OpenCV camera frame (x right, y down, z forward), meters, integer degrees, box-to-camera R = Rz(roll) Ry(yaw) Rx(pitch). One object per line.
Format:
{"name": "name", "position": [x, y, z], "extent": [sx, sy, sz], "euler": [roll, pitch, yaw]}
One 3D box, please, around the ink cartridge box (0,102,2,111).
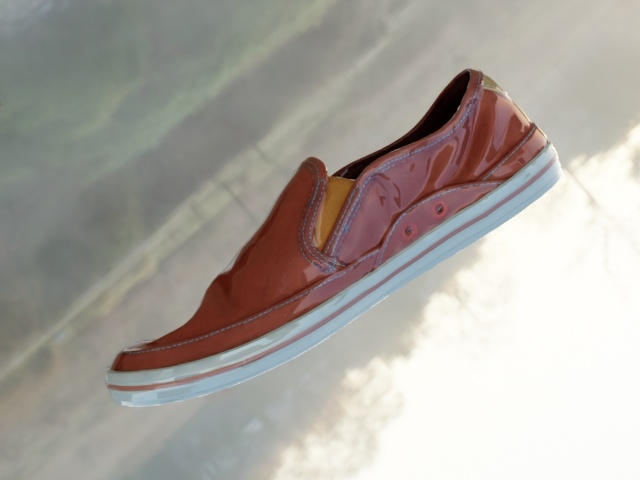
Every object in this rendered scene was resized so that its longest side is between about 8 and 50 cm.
{"name": "ink cartridge box", "position": [-0.425, -0.124, 1.199], "extent": [0.332, 0.165, 0.065], "euler": [-15, -162, -2]}

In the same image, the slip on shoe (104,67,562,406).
{"name": "slip on shoe", "position": [0.000, 0.000, 1.015], "extent": [0.331, 0.101, 0.123], "euler": [-33, -172, -12]}
